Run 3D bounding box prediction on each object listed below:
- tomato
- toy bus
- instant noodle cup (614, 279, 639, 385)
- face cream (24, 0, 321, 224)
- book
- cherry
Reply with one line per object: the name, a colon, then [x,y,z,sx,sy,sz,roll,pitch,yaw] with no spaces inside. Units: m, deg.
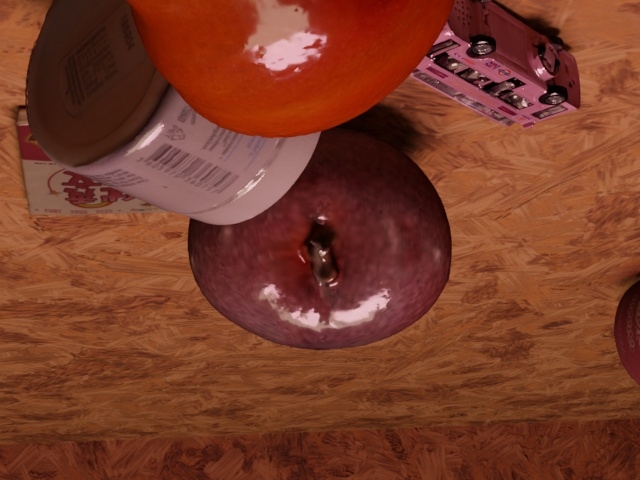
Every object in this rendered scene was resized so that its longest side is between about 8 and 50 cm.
tomato: [-0.021,-0.181,0.568,0.180,0.260,0.260,-11,160,8]
toy bus: [0.140,-0.155,0.947,0.090,0.063,0.203,-17,155,40]
instant noodle cup: [0.552,0.130,1.625,0.234,0.235,0.178,6,167,-28]
face cream: [-0.108,-0.114,0.835,0.177,0.177,0.153,-18,154,34]
book: [-0.223,-0.076,1.151,0.162,0.022,0.232,0,159,-12]
cherry: [0.000,0.000,1.132,0.261,0.221,0.307,5,173,-1]
